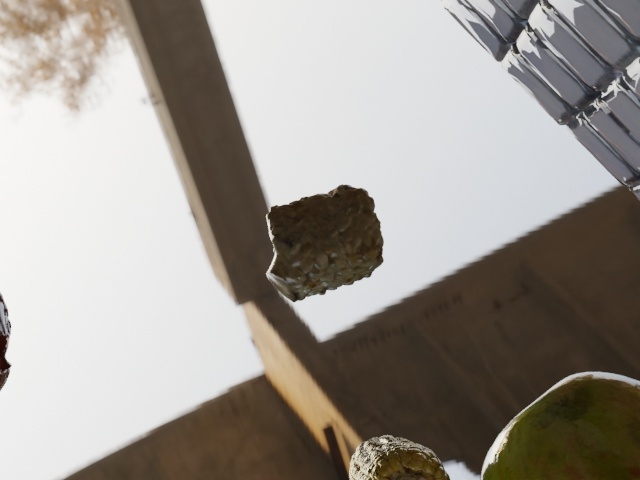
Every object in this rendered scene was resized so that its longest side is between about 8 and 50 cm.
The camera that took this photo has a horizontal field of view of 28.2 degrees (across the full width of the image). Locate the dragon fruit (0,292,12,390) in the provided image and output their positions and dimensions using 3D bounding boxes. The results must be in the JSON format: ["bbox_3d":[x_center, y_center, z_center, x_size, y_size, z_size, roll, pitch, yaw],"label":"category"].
[{"bbox_3d":[-0.493,0.121,1.462,0.295,0.296,0.302,-5,-129,15],"label":"dragon fruit"}]

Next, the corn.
[{"bbox_3d":[0.061,0.194,1.040,0.072,0.072,0.203,-21,178,-6],"label":"corn"}]

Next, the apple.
[{"bbox_3d":[0.217,0.200,0.990,0.196,0.196,0.196,-11,-143,8],"label":"apple"}]

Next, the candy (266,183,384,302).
[{"bbox_3d":[0.000,0.000,1.150,0.110,0.085,0.095,-15,-109,-2],"label":"candy"}]

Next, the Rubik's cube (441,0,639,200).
[{"bbox_3d":[0.214,-0.128,0.530,0.237,0.237,0.238,-43,176,-1],"label":"Rubik's cube"}]
